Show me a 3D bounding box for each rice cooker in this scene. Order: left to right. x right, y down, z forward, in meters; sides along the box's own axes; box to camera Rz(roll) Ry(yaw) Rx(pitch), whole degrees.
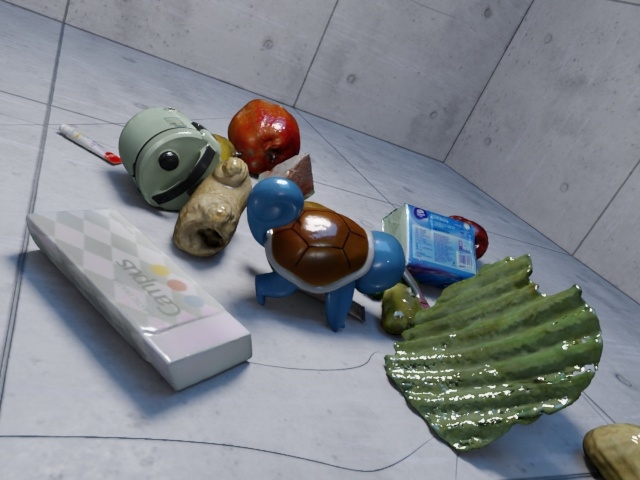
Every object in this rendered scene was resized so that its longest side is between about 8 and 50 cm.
[{"bbox_3d":[-0.367,-0.202,1.268,0.226,0.226,0.244,7,26,-40],"label":"rice cooker"}]

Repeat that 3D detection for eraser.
[{"bbox_3d":[-0.305,0.079,0.867,0.397,0.082,0.213,36,24,24],"label":"eraser"}]

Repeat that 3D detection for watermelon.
[{"bbox_3d":[-0.084,-0.177,1.629,0.207,0.202,0.136,9,66,-32],"label":"watermelon"}]

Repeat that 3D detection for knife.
[{"bbox_3d":[0.261,0.153,1.326,0.035,0.018,0.247,-6,56,-43],"label":"knife"}]

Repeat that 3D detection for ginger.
[{"bbox_3d":[-0.234,-0.082,1.165,0.130,0.221,0.275,30,12,-14],"label":"ginger"}]

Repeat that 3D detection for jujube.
[{"bbox_3d":[0.533,-0.013,1.927,0.155,0.155,0.230,20,17,-15],"label":"jujube"}]

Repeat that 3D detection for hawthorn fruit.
[{"bbox_3d":[-0.188,-0.339,1.742,0.254,0.254,0.300,18,26,-20],"label":"hawthorn fruit"}]

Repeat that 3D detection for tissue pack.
[{"bbox_3d":[0.324,0.028,1.527,0.263,0.146,0.198,14,65,-24],"label":"tissue pack"}]

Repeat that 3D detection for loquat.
[{"bbox_3d":[-0.331,-0.235,1.479,0.204,0.149,0.172,10,24,-1],"label":"loquat"}]

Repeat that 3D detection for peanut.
[{"bbox_3d":[0.621,0.451,0.954,0.143,0.159,0.291,-6,28,-7],"label":"peanut"}]

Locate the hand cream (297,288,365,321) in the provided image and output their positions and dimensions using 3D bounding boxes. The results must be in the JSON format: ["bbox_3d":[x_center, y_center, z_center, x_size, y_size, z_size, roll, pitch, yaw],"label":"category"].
[{"bbox_3d":[0.014,0.125,1.183,0.210,0.043,0.067,27,21,-9],"label":"hand cream"}]

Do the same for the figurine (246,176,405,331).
[{"bbox_3d":[-0.017,0.013,1.102,0.416,0.243,0.298,27,34,-34],"label":"figurine"}]

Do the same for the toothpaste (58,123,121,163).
[{"bbox_3d":[-0.618,-0.257,1.369,0.190,0.031,0.048,31,18,5],"label":"toothpaste"}]

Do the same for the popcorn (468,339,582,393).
[{"bbox_3d":[0.432,0.232,1.139,0.270,0.224,0.258,-15,12,17],"label":"popcorn"}]

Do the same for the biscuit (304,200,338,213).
[{"bbox_3d":[0.010,-0.040,1.520,0.220,0.066,0.220,24,24,-11],"label":"biscuit"}]

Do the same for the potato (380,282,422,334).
[{"bbox_3d":[0.193,0.164,1.232,0.105,0.085,0.188,28,26,8],"label":"potato"}]

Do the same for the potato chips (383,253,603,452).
[{"bbox_3d":[0.319,0.197,1.013,0.097,0.389,0.373,54,2,-33],"label":"potato chips"}]

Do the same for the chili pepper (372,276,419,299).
[{"bbox_3d":[0.179,0.109,1.372,0.216,0.062,0.108,11,26,-38],"label":"chili pepper"}]
